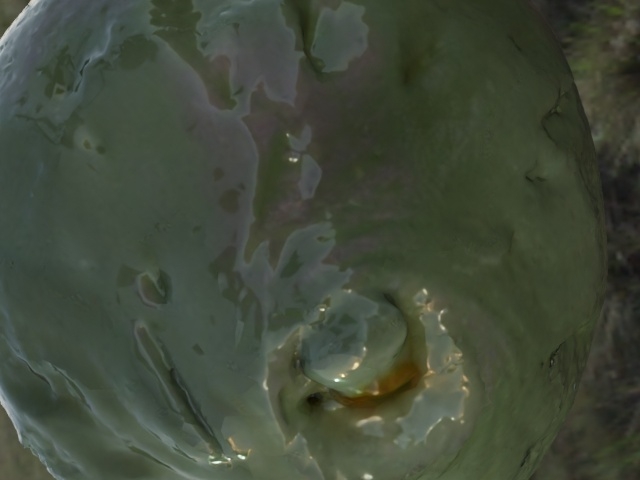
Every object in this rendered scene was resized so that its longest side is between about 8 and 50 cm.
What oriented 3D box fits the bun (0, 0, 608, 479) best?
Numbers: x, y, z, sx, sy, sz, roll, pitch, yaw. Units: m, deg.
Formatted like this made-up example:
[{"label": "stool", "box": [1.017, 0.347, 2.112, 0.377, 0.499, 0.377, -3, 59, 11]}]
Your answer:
[{"label": "bun", "box": [0.000, 0.000, 0.507, 0.179, 0.283, 0.283, -170, 72, -71]}]
